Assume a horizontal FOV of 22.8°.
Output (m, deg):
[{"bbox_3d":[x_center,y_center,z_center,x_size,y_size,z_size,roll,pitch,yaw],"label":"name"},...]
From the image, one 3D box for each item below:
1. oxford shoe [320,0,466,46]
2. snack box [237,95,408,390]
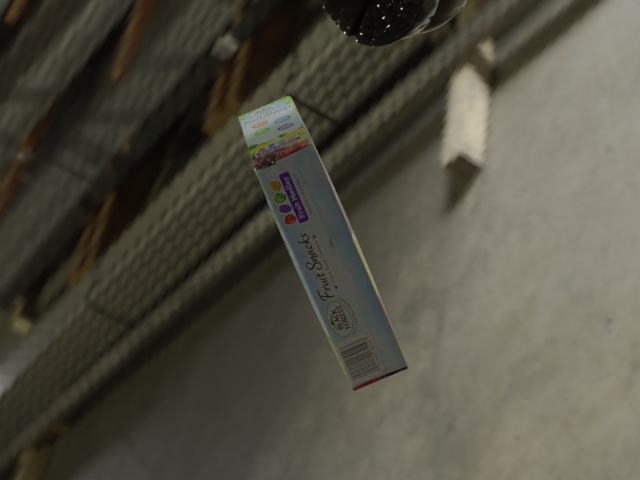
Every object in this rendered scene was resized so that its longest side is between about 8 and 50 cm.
[{"bbox_3d":[0.012,-0.214,0.864,0.083,0.227,0.096,-25,-2,40],"label":"oxford shoe"},{"bbox_3d":[0.000,0.000,0.879,0.037,0.141,0.100,-23,22,-1],"label":"snack box"}]
